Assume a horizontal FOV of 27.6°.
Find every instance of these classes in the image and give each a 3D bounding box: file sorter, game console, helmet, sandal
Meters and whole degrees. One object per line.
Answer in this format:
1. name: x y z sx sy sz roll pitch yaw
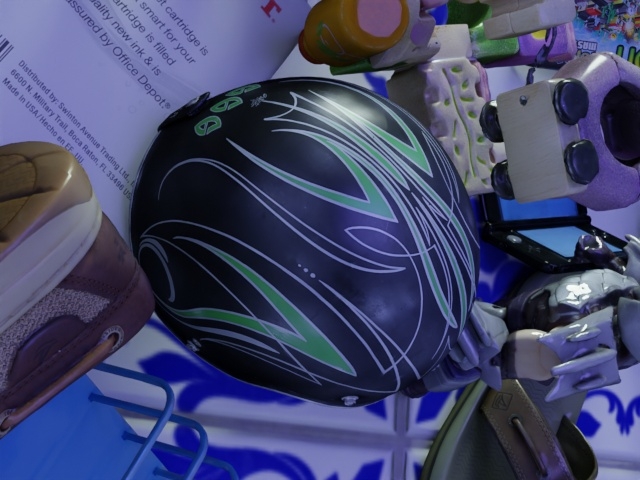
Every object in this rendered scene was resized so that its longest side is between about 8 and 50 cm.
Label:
1. file sorter: -0.103 0.155 0.696 0.118 0.104 0.170 -59 140 -29
2. game console: 0.186 -0.028 1.013 0.122 0.107 0.071 -5 115 -39
3. helmet: 0.000 0.000 0.672 0.169 0.161 0.169 -22 118 -50
4. sandal: 0.155 0.144 0.950 0.120 0.086 0.303 36 63 -29

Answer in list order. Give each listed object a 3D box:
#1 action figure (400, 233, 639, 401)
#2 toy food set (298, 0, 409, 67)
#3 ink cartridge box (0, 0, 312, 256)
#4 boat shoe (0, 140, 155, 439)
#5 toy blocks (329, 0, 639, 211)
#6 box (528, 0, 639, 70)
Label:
1. action figure: 0.117 0.048 0.805 0.185 0.285 0.099 -1 84 -40
2. toy food set: -0.059 -0.183 0.691 0.232 0.104 0.111 25 81 -16
3. ink cartridge box: -0.156 -0.100 0.715 0.198 0.115 0.273 49 57 -24
4. boat shoe: -0.213 0.106 0.566 0.342 0.123 0.123 -44 130 -17
5. toy blocks: 0.122 -0.158 0.822 0.260 0.309 0.289 -10 90 -33
6. box: 0.262 -0.187 1.061 0.207 0.036 0.114 3 104 -24
